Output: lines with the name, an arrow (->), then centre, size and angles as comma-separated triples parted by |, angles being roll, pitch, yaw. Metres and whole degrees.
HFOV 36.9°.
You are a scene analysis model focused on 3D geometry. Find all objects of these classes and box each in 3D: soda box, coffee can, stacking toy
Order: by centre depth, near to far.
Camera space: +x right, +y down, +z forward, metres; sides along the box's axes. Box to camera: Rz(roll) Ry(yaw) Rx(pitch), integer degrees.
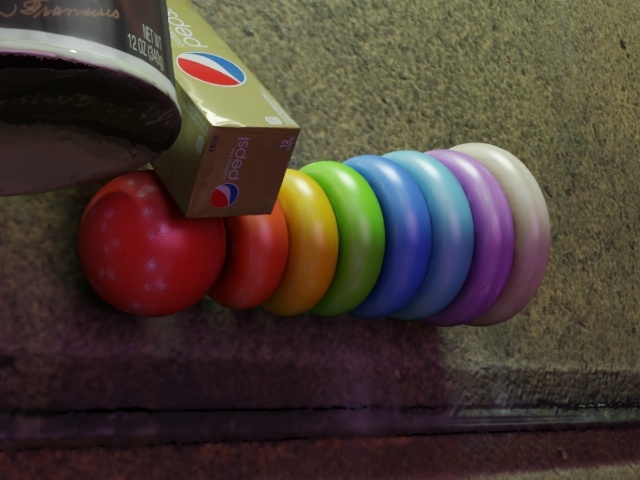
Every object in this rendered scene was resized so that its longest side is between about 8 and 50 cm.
coffee can -> -0.185, -0.181, 0.497 | 0.201, 0.201, 0.276 | 2, 74, -40
soda box -> -0.085, -0.091, 0.578 | 0.058, 0.061, 0.181 | -4, 40, -35
stacking toy -> 0.000, 0.000, 0.647 | 0.330, 0.141, 0.141 | -2, 77, -37
